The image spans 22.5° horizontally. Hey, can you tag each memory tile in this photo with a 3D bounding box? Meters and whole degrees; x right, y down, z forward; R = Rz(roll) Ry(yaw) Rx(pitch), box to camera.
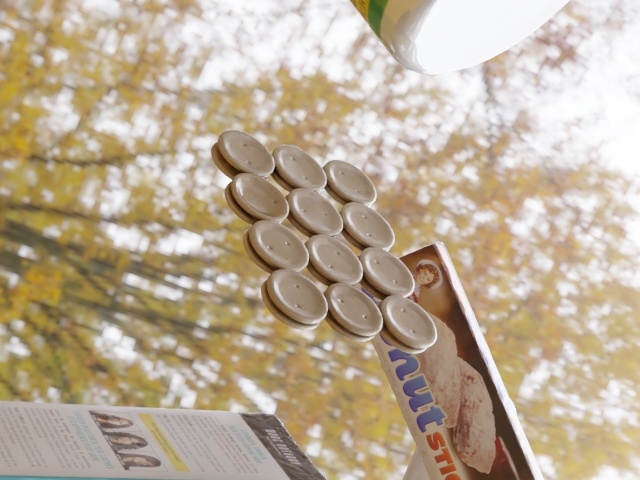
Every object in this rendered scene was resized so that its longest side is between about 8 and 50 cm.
[{"bbox_3d":[0.000,0.000,0.896,0.012,0.113,0.148,-52,-139,32],"label":"memory tile"}]

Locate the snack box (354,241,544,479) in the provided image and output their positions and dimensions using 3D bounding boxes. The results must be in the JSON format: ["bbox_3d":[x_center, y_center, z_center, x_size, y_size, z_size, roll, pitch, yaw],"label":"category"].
[{"bbox_3d":[0.080,0.094,1.001,0.064,0.022,0.178,-24,-92,21],"label":"snack box"}]

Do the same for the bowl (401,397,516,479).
[{"bbox_3d":[0.134,0.196,1.495,0.053,0.142,0.142,26,-91,23],"label":"bowl"}]

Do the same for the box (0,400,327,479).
[{"bbox_3d":[-0.125,0.155,1.037,0.100,0.244,0.060,44,-58,56],"label":"box"}]

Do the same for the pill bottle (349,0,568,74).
[{"bbox_3d":[0.026,-0.186,0.721,0.117,0.117,0.208,-44,-112,25],"label":"pill bottle"}]
